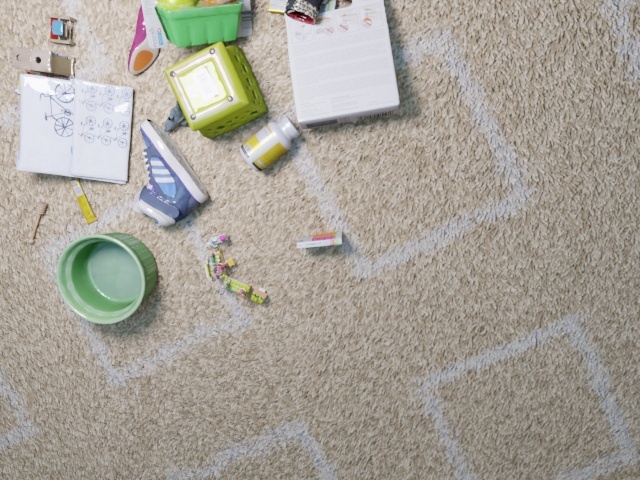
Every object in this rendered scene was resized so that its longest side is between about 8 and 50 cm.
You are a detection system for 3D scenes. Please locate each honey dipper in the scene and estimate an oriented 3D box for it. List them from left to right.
[{"bbox_3d":[-0.999,-0.060,1.694,0.030,0.030,0.160,27,105,0],"label":"honey dipper"}]

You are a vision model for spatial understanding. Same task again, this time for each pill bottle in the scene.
[{"bbox_3d":[-0.158,-0.309,1.529,0.184,0.103,0.103,-36,95,10],"label":"pill bottle"}]

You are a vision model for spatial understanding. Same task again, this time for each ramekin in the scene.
[{"bbox_3d":[-0.710,0.116,1.636,0.303,0.148,0.303,1,101,5],"label":"ramekin"}]

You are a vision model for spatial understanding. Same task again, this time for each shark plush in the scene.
[{"bbox_3d":[-0.455,-0.391,1.526,0.067,0.161,0.073,-42,107,-26],"label":"shark plush"}]

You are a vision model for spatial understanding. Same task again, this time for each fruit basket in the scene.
[{"bbox_3d":[-0.362,-0.748,1.369,0.327,0.165,0.353,-20,125,-24],"label":"fruit basket"}]

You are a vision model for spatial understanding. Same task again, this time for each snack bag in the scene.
[{"bbox_3d":[-0.795,-0.362,1.560,0.342,0.037,0.323,6,103,-16],"label":"snack bag"}]

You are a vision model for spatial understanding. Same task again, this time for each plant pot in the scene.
[{"bbox_3d":[-0.320,-0.457,1.465,0.227,0.207,0.228,-22,97,10],"label":"plant pot"}]

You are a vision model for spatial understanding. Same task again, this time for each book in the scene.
[{"bbox_3d":[0.000,0.000,1.574,0.144,0.096,0.035,-5,100,7],"label":"book"}]

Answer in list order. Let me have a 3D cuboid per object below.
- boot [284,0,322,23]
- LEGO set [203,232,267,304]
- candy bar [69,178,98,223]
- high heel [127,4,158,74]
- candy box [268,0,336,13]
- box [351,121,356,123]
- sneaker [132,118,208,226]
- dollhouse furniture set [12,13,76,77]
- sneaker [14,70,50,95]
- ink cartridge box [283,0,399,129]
[{"bbox_3d":[-0.082,-0.759,1.412,0.236,0.085,0.178,22,89,-1],"label":"boot"},{"bbox_3d":[-0.306,0.122,1.620,0.132,0.107,0.287,-31,96,10],"label":"LEGO set"},{"bbox_3d":[-0.821,-0.139,1.666,0.040,0.018,0.161,-20,98,5],"label":"candy bar"},{"bbox_3d":[-0.567,-0.656,1.530,0.117,0.082,0.244,45,117,25],"label":"high heel"},{"bbox_3d":[-0.053,-0.743,1.477,0.206,0.027,0.105,9,98,3],"label":"candy box"},{"bbox_3d":[0.036,-0.472,1.522,0.201,0.021,0.164,14,101,2],"label":"box"},{"bbox_3d":[-0.548,-0.200,1.571,0.236,0.130,0.323,-33,101,6],"label":"sneaker"},{"bbox_3d":[-0.872,-0.625,1.524,0.129,0.129,0.183,8,102,4],"label":"dollhouse furniture set"},{"bbox_3d":[-0.894,-0.491,1.578,0.208,0.081,0.094,21,95,-1],"label":"sneaker"},{"bbox_3d":[0.061,-0.554,1.468,0.308,0.091,0.385,-8,84,7],"label":"ink cartridge box"}]
